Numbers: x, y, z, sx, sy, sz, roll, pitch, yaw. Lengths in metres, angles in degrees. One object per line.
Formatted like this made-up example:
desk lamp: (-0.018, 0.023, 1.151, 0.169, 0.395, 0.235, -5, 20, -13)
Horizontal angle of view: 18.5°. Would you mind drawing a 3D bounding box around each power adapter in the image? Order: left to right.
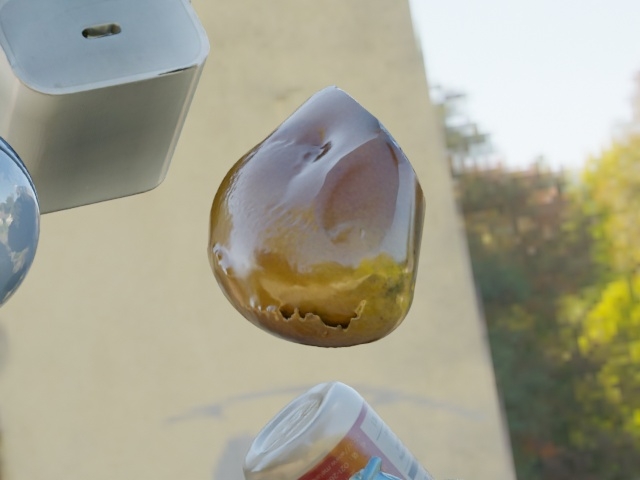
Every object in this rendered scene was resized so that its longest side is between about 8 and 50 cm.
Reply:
power adapter: (-0.223, -0.115, 1.809, 0.187, 0.124, 0.255, -13, -29, -26)

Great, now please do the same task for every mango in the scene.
mango: (0.000, 0.000, 1.481, 0.166, 0.136, 0.236, -34, 29, -6)

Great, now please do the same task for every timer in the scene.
timer: (-0.285, 0.021, 1.333, 0.175, 0.255, 0.175, 9, -45, 10)

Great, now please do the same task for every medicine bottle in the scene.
medicine bottle: (0.051, 0.253, 1.773, 0.131, 0.250, 0.131, -39, 13, 11)

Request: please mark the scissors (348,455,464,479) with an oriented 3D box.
scissors: (0.188, 0.227, 1.171, 0.393, 0.032, 0.180, 29, -17, -16)
